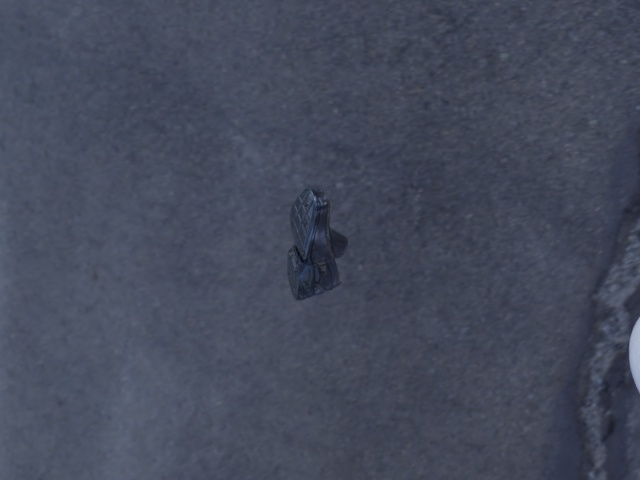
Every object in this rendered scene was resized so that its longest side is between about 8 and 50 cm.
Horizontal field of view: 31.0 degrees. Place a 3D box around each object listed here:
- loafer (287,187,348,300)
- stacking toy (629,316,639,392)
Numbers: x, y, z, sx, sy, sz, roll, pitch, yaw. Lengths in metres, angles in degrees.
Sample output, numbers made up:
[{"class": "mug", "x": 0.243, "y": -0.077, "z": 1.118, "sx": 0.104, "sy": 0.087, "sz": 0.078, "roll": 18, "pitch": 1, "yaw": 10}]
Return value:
[{"class": "loafer", "x": 0.000, "y": 0.000, "z": 1.282, "sx": 0.170, "sy": 0.061, "sz": 0.062, "roll": 99, "pitch": 158, "yaw": -54}, {"class": "stacking toy", "x": 0.455, "y": 0.168, "z": 0.946, "sx": 0.479, "sy": 0.351, "sz": 0.351, "roll": 29, "pitch": 127, "yaw": -11}]
